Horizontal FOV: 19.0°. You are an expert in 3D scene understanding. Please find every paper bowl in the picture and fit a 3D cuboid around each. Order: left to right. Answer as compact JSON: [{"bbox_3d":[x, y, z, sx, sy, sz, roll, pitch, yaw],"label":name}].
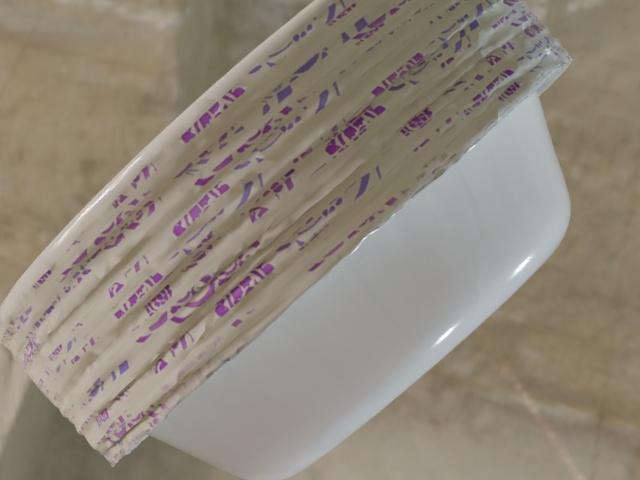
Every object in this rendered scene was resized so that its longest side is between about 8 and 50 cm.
[{"bbox_3d":[0.000,0.000,0.878,0.148,0.284,0.284,49,-128,1],"label":"paper bowl"}]
